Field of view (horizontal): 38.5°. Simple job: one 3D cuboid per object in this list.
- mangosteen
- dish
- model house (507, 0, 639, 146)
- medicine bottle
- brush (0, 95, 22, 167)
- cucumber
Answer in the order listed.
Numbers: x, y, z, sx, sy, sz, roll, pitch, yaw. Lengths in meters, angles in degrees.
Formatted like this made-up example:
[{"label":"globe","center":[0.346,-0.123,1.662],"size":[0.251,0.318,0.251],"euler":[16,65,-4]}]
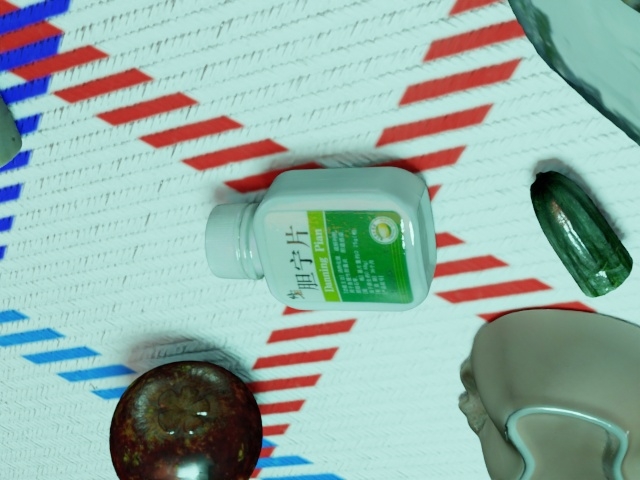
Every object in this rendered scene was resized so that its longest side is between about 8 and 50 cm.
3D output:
[{"label":"mangosteen","center":[-0.121,0.198,0.902],"size":[0.146,0.156,0.181],"euler":[-27,145,4]},{"label":"dish","center":[0.212,0.167,0.791],"size":[0.213,0.090,0.213],"euler":[8,125,12]},{"label":"model house","center":[0.270,-0.183,0.486],"size":[0.301,0.271,0.190],"euler":[-47,137,10]},{"label":"medicine bottle","center":[0.000,0.000,0.761],"size":[0.183,0.069,0.119],"euler":[1,125,19]},{"label":"brush","center":[-0.306,-0.211,0.724],"size":[0.050,0.060,0.321],"euler":[-12,119,12]},{"label":"cucumber","center":[0.197,-0.009,0.702],"size":[0.048,0.048,0.105],"euler":[-26,112,30]}]
